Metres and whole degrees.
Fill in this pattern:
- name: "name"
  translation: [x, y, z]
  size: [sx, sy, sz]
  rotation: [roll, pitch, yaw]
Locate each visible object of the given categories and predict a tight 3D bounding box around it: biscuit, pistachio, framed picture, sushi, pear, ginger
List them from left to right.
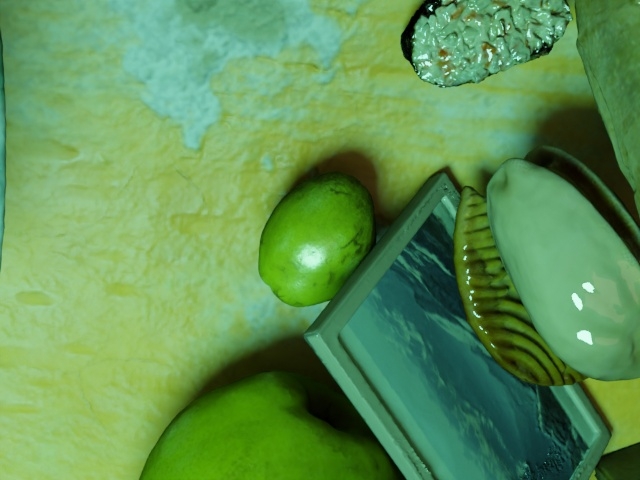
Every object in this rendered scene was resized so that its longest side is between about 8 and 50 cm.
- name: "pear"
  translation: [-0.056, 0.272, 1.445]
  size: [0.253, 0.253, 0.307]
  rotation: [30, 101, -16]
- name: "pear"
  translation: [0.000, 0.000, 1.450]
  size: [0.107, 0.107, 0.131]
  rotation: [41, 84, -17]
- name: "framed picture"
  translation: [0.140, 0.138, 1.470]
  size: [0.335, 0.022, 0.247]
  rotation: [56, 47, -18]
- name: "sushi"
  translation: [0.146, -0.193, 1.434]
  size: [0.150, 0.078, 0.090]
  rotation: [-20, 108, -3]
- name: "biscuit"
  translation: [0.208, 0.047, 1.509]
  size: [0.228, 0.031, 0.176]
  rotation: [21, 74, -35]
- name: "pistachio"
  translation: [0.227, 0.023, 1.405]
  size: [0.126, 0.152, 0.223]
  rotation: [-25, 88, -36]
- name: "ginger"
  translation: [0.304, -0.110, 1.386]
  size: [0.126, 0.354, 0.190]
  rotation: [-11, 150, 2]

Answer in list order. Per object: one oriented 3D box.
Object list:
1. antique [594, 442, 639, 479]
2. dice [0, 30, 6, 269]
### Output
- name: "antique"
  translation: [0.366, 0.357, 1.621]
  size: [0.093, 0.087, 0.310]
  rotation: [-19, 107, -5]
- name: "dice"
  translation: [-0.421, -0.072, 1.210]
  size: [0.330, 0.348, 0.328]
  rotation: [0, 90, -20]
